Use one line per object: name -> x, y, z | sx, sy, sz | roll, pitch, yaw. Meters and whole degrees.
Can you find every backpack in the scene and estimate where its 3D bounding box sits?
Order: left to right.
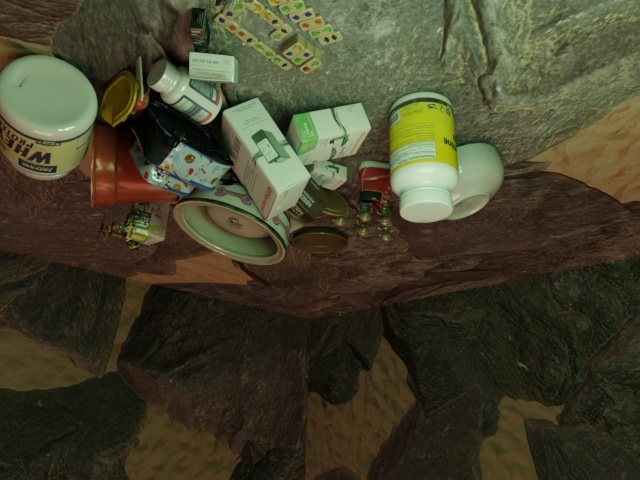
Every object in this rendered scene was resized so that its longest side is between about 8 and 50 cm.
backpack -> -0.395, -0.248, 1.402 | 0.263, 0.277, 0.213 | 18, 119, -44

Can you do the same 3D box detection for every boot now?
boot -> -0.032, -0.119, 1.951 | 0.283, 0.109, 0.220 | 12, 153, 4
boot -> 0.258, -0.185, 1.715 | 0.244, 0.176, 0.088 | 1, 157, -1

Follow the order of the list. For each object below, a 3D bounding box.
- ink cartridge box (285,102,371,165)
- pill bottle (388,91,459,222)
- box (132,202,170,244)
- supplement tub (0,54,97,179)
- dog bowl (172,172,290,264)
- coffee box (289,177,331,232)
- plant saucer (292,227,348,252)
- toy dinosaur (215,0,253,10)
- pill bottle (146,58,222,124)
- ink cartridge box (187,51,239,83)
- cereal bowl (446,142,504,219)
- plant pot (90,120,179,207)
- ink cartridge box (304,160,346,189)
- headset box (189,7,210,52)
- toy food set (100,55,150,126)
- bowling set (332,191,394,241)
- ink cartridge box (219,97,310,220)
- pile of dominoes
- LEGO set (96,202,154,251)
ink cartridge box -> 0.017, -0.306, 1.428 | 0.219, 0.093, 0.160 | -15, 165, -19
pill bottle -> 0.288, -0.230, 1.373 | 0.187, 0.334, 0.188 | 1, 159, 0
box -> -0.690, -0.097, 1.971 | 0.114, 0.203, 0.103 | -14, 154, 36
supplement tub -> -0.758, -0.322, 1.347 | 0.235, 0.236, 0.325 | 13, 156, -27
dog bowl -> -0.286, -0.076, 1.680 | 0.407, 0.150, 0.408 | 16, 154, 8
coffee box -> -0.119, -0.130, 1.784 | 0.168, 0.119, 0.297 | 46, 147, -13
plant saucer -> 0.000, 0.000, 2.404 | 0.277, 0.041, 0.278 | 2, 158, 1
toy dinosaur -> -0.156, -0.549, 0.855 | 0.321, 0.164, 0.218 | 17, 148, 21
pill bottle -> -0.361, -0.398, 1.300 | 0.107, 0.108, 0.180 | -13, 154, 33
ink cartridge box -> -0.256, -0.415, 1.181 | 0.104, 0.062, 0.181 | 3, -164, -6
cereal bowl -> 0.469, -0.169, 1.657 | 0.338, 0.141, 0.339 | -15, 156, -7
plant pot -> -0.587, -0.234, 1.570 | 0.265, 0.273, 0.272 | 1, 161, -23
ink cartridge box -> 0.014, -0.239, 1.756 | 0.135, 0.056, 0.099 | 13, 156, -27
headset box -> -0.278, -0.486, 1.126 | 0.032, 0.062, 0.083 | 3, 158, -4
toy food set -> -0.515, -0.388, 1.332 | 0.217, 0.128, 0.071 | -20, 167, 36
bowling set -> 0.203, -0.109, 1.943 | 0.286, 0.154, 0.200 | 9, 158, -19
ink cartridge box -> -0.173, -0.233, 1.447 | 0.121, 0.289, 0.211 | -30, 171, -23
pile of dominoes -> -0.093, -0.485, 1.146 | 0.196, 0.040, 0.251 | -17, 153, 40
LEGO set -> -0.714, -0.141, 1.758 | 0.192, 0.332, 0.255 | 16, 175, -30
